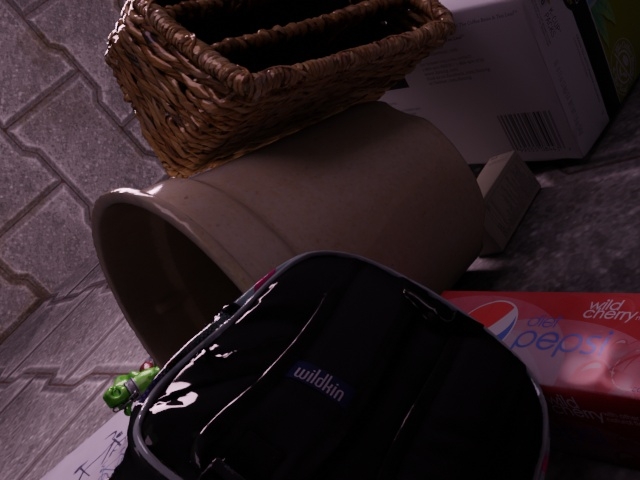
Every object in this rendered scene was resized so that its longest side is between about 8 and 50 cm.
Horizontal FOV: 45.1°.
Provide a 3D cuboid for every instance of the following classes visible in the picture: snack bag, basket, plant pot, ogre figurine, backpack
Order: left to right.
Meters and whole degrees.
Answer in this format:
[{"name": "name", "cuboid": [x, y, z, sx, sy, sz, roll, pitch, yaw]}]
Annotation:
[{"name": "snack bag", "cuboid": [-0.349, 0.363, 1.039, 0.323, 0.037, 0.342, -41, 18, -1]}, {"name": "ogre figurine", "cuboid": [-0.219, 0.187, 1.083, 0.118, 0.197, 0.096, -31, 64, 6]}, {"name": "basket", "cuboid": [-0.050, -0.228, 0.811, 0.299, 0.213, 0.223, -25, -4, -33]}, {"name": "plant pot", "cuboid": [-0.007, 0.019, 0.790, 0.305, 0.333, 0.334, -38, 15, -30]}, {"name": "backpack", "cuboid": [0.015, 0.132, 0.466, 0.253, 0.225, 0.191, -51, -9, -50]}]

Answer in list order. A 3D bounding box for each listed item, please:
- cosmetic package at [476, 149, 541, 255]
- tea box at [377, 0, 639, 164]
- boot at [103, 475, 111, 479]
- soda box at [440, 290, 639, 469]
[{"name": "cosmetic package", "cuboid": [0.199, -0.042, 0.875, 0.041, 0.060, 0.115, -16, 28, 53]}, {"name": "tea box", "cuboid": [0.228, -0.276, 1.013, 0.329, 0.220, 0.323, 3, 45, 48]}, {"name": "boot", "cuboid": [-0.305, 0.389, 0.783, 0.223, 0.118, 0.338, -30, 16, 42]}, {"name": "soda box", "cuboid": [0.171, 0.096, 0.570, 0.092, 0.083, 0.263, -48, 19, -24]}]
